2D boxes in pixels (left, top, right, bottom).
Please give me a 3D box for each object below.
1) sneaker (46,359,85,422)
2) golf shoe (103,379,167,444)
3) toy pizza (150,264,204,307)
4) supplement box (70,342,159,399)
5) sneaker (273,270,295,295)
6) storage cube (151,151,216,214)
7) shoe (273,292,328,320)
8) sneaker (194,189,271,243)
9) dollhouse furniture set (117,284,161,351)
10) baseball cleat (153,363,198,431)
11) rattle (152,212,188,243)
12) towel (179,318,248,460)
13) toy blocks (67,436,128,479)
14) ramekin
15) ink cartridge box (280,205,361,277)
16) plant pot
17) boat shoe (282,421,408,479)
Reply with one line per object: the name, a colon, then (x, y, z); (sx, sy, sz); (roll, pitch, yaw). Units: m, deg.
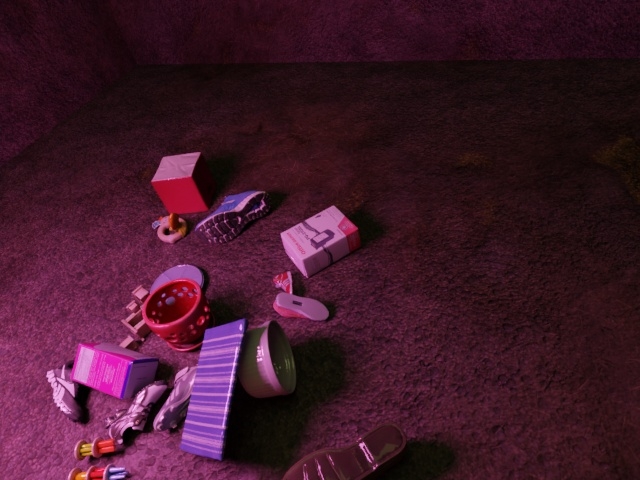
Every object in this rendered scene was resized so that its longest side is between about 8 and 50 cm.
sneaker: (-0.761, 0.451, 1.302); (0.106, 0.078, 0.234); (-39, 48, -20)
golf shoe: (-0.511, 0.493, 1.213); (0.198, 0.077, 0.094); (-42, 62, -17)
toy pizza: (-0.522, 0.172, 1.547); (0.201, 0.032, 0.201); (-6, 45, 6)
supplement box: (-0.623, 0.388, 1.280); (0.220, 0.111, 0.114); (10, 83, 23)
sneaker: (-0.126, 0.156, 1.455); (0.067, 0.042, 0.118); (-12, 37, -3)
storage cube: (-0.593, -0.252, 1.865); (0.215, 0.193, 0.184); (-6, 45, 10)
shoe: (-0.065, 0.221, 1.365); (0.178, 0.081, 0.063); (19, 61, -7)
sneaker: (-0.365, -0.103, 1.733); (0.330, 0.130, 0.147); (-33, 33, -22)
dollhouse furniture set: (-0.636, 0.256, 1.402); (0.101, 0.161, 0.182); (23, 55, 32)
baseball cleat: (-0.411, 0.454, 1.232); (0.109, 0.072, 0.206); (12, 44, 42)
rattle: (-0.655, -0.084, 1.761); (0.130, 0.143, 0.199); (-48, 58, -6)
towel: (-0.278, 0.384, 1.123); (0.243, 0.040, 0.336); (-24, 51, 48)
toy blocks: (-0.582, 0.589, 1.131); (0.148, 0.054, 0.123); (-9, 55, 5)
ramekin: (-0.155, 0.336, 1.180); (0.109, 0.207, 0.207); (-19, 44, 8)
ink cartridge box: (0.000, 0.000, 1.535); (0.237, 0.100, 0.172); (-29, 46, -14)
plant pot: (-0.442, 0.243, 1.356); (0.191, 0.174, 0.191); (-7, 46, 7)
boat shoe: (0.066, 0.540, 0.987); (0.307, 0.104, 0.111); (-19, 43, -8)
